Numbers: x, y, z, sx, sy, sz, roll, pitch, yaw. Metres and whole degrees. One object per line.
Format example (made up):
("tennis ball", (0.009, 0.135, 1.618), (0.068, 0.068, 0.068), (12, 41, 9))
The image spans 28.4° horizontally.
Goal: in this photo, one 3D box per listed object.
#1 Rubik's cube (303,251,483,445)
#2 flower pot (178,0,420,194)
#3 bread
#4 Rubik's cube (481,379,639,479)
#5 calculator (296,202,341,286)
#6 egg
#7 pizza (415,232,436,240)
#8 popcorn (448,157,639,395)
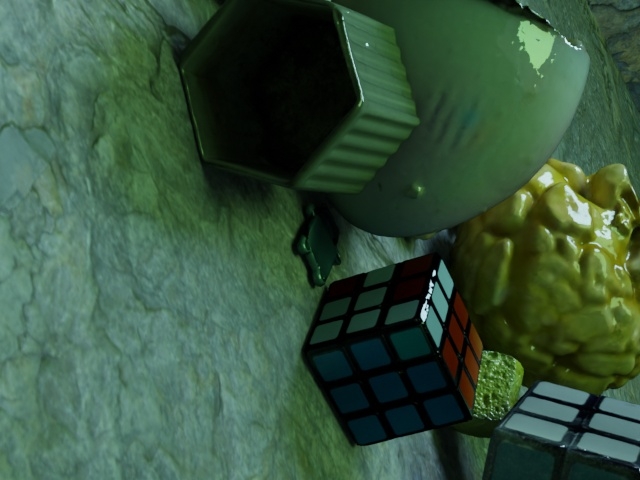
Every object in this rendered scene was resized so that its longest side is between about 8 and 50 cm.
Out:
("Rubik's cube", (0.096, 0.136, 1.570), (0.160, 0.162, 0.163), (63, 26, -24))
("flower pot", (-0.021, -0.169, 1.460), (0.190, 0.209, 0.239), (5, 69, -64))
("bread", (0.235, 0.228, 1.874), (0.111, 0.129, 0.114), (85, 11, -58))
("Rubik's cube", (0.379, 0.395, 1.736), (0.304, 0.301, 0.305), (-16, 117, -68))
("calculator", (0.000, 0.000, 1.634), (0.094, 0.019, 0.141), (64, 23, -21))
("egg", (0.136, -0.164, 1.675), (0.354, 0.355, 0.339), (18, 99, -62))
("pizza", (0.136, -0.190, 1.998), (0.435, 0.080, 0.391), (0, 74, -65))
("popcorn", (0.370, 0.063, 2.056), (0.354, 0.344, 0.389), (6, 90, -22))
